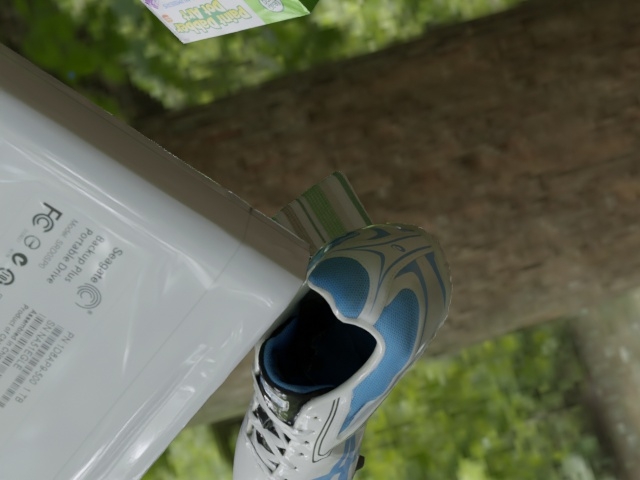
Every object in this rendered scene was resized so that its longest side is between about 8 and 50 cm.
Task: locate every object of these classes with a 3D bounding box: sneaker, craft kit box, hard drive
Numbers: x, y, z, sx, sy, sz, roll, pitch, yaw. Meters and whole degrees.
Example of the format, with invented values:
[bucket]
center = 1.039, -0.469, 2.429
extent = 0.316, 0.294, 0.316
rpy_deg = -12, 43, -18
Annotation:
[sneaker]
center = -0.009, 0.079, 0.827
extent = 0.085, 0.086, 0.237
rpy_deg = 55, 141, 27
[craft kit box]
center = -0.155, -0.341, 1.804
extent = 0.247, 0.061, 0.250
rpy_deg = 41, 152, -31
[hard drive]
center = -0.215, -0.006, 0.719
extent = 0.353, 0.233, 0.047
rpy_deg = 33, -151, -13

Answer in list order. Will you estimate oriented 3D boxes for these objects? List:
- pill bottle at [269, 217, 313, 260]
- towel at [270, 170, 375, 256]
[pill bottle]
center = -0.106, 0.017, 1.572
extent = 0.219, 0.123, 0.123
rpy_deg = 27, 150, 27
[towel]
center = 0.000, 0.000, 1.780
extent = 0.023, 0.152, 0.113
rpy_deg = -24, 99, 51
